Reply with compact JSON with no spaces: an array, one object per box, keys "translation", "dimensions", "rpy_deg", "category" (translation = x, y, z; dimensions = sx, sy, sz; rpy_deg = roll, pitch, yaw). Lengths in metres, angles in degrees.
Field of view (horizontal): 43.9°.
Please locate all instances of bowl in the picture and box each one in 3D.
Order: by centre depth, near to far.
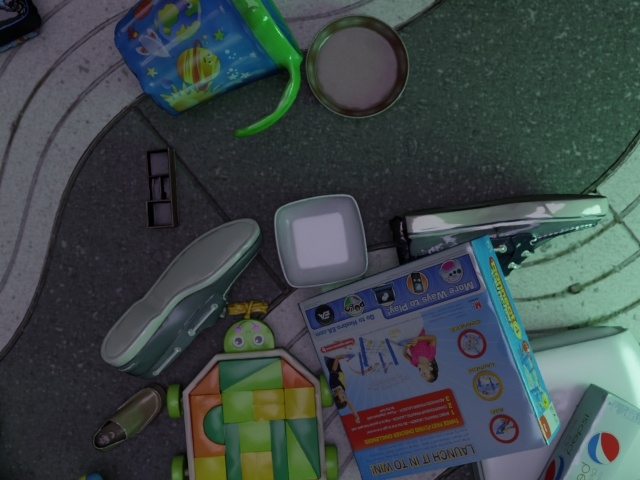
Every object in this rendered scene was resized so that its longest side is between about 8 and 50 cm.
[{"translation":[0.000,0.000,1.286],"dimensions":[0.142,0.053,0.142],"rpy_deg":[-10,91,-1],"category":"bowl"}]

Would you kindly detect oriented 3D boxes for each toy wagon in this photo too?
[{"translation":[-0.111,0.270,1.279],"dimensions":[0.267,0.068,0.344],"rpy_deg":[-4,91,-1],"category":"toy wagon"}]

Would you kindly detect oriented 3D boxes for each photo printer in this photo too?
[{"translation":[0.383,0.277,1.268],"dimensions":[0.308,0.107,0.255],"rpy_deg":[-11,91,-1],"category":"photo printer"}]

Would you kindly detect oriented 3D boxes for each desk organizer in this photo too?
[{"translation":[-0.258,-0.084,1.281],"dimensions":[0.047,0.050,0.130],"rpy_deg":[-3,90,-1],"category":"desk organizer"}]

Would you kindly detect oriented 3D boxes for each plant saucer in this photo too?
[{"translation":[0.060,-0.282,1.297],"dimensions":[0.169,0.029,0.168],"rpy_deg":[0,90,0],"category":"plant saucer"}]

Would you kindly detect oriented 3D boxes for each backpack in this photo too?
[{"translation":[-0.542,-0.388,1.241],"dimensions":[0.158,0.117,0.173],"rpy_deg":[-27,91,0],"category":"backpack"}]

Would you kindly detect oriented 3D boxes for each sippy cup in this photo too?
[{"translation":[-0.179,-0.313,1.207],"dimensions":[0.224,0.240,0.305],"rpy_deg":[-32,52,10],"category":"sippy cup"}]

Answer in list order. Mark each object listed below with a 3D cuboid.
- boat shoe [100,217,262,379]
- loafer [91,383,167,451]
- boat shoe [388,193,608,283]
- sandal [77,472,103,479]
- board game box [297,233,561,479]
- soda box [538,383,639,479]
[{"translation":[-0.205,0.096,1.275],"dimensions":[0.319,0.116,0.099],"rpy_deg":[-44,127,-5],"category":"boat shoe"},{"translation":[-0.309,0.293,1.284],"dimensions":[0.148,0.050,0.056],"rpy_deg":[-44,91,0],"category":"loafer"},{"translation":[0.287,0.017,1.267],"dimensions":[0.341,0.127,0.158],"rpy_deg":[-6,97,7],"category":"boat shoe"},{"translation":[-0.287,0.500,1.258],"dimensions":[0.138,0.126,0.317],"rpy_deg":[-27,100,-2],"category":"sandal"},{"translation":[0.157,0.183,1.195],"dimensions":[0.308,0.086,0.301],"rpy_deg":[-21,87,30],"category":"board game box"},{"translation":[0.392,0.327,1.178],"dimensions":[0.069,0.074,0.216],"rpy_deg":[28,91,-3],"category":"soda box"}]
